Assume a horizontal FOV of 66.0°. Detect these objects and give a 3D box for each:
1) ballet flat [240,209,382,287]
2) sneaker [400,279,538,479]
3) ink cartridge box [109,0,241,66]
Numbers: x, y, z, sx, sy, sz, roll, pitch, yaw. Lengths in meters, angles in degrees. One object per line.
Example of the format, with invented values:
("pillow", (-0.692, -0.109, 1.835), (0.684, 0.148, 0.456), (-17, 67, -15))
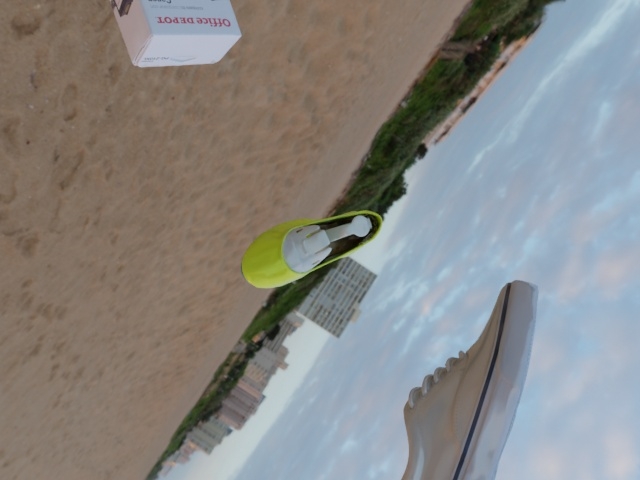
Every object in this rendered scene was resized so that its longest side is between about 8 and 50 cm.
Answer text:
("ballet flat", (0.000, 0.000, 0.661), (0.231, 0.077, 0.077), (-20, -179, -43))
("sneaker", (0.123, 0.149, 0.438), (0.258, 0.091, 0.094), (-66, 153, -12))
("ink cartridge box", (-0.257, -0.424, 0.818), (0.172, 0.237, 0.100), (-21, -178, -40))
